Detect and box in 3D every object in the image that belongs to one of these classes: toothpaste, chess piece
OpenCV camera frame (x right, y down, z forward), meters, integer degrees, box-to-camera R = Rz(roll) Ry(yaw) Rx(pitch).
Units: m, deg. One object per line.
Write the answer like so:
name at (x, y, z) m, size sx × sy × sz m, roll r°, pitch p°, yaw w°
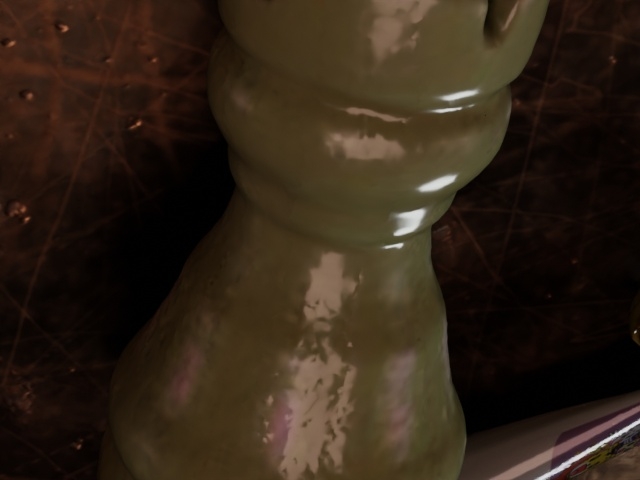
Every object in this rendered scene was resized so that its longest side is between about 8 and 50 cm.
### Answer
toothpaste at (0.149, 0.163, 1.351) m, size 0.299 × 0.073 × 0.114 m, roll -21°, pitch 157°, yaw 4°
chess piece at (0.000, 0.000, 1.095) m, size 0.234 × 0.234 × 0.442 m, roll 2°, pitch 125°, yaw -13°

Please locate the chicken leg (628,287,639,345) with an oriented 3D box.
chicken leg at (0.302, 0.058, 1.293) m, size 0.178 × 0.093 × 0.070 m, roll -1°, pitch 166°, yaw -29°
